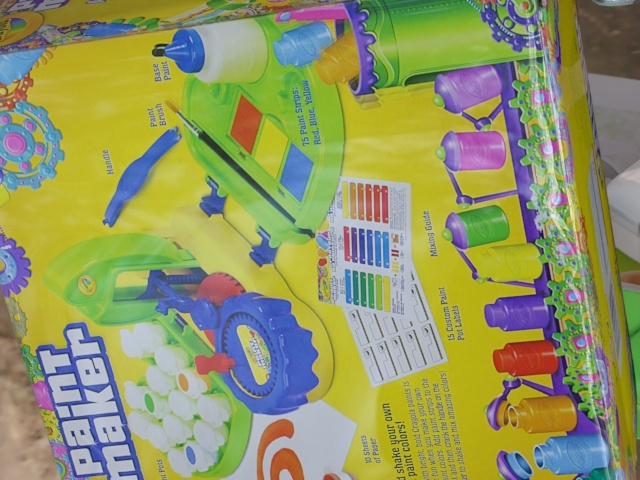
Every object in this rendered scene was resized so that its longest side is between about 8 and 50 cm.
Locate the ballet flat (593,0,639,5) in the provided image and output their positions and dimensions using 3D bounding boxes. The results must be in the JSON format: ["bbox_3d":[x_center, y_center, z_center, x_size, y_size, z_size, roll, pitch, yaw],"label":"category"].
[{"bbox_3d":[0.376,-0.304,1.893,0.070,0.188,0.070,163,90,-74],"label":"ballet flat"}]

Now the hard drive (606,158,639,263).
[{"bbox_3d":[0.351,0.012,0.912,0.353,0.233,0.047,39,153,37],"label":"hard drive"}]

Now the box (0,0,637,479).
[{"bbox_3d":[0.000,0.000,0.875,0.279,0.177,0.290,-7,114,13],"label":"box"}]

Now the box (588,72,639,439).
[{"bbox_3d":[0.164,-0.001,1.168,0.262,0.231,0.127,12,131,31],"label":"box"}]
